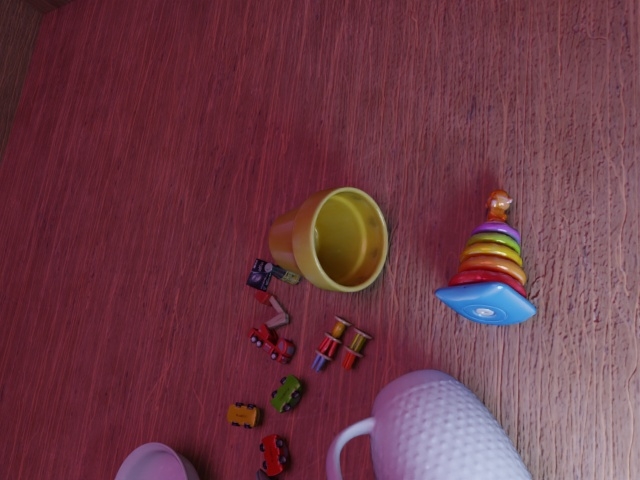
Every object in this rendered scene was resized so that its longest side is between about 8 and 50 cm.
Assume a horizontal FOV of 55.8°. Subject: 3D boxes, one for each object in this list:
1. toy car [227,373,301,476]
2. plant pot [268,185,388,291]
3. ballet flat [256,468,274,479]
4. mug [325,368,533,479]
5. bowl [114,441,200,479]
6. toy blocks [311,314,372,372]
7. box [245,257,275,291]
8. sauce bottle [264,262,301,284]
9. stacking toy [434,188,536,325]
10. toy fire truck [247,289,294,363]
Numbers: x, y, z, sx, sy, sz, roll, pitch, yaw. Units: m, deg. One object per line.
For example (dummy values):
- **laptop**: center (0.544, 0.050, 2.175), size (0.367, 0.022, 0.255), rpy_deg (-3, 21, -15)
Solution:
- **toy car**: center (-0.113, 0.445, 1.550), size (0.239, 0.053, 0.225), rpy_deg (39, 97, 37)
- **plant pot**: center (0.000, 0.000, 1.525), size (0.239, 0.254, 0.254), rpy_deg (-3, 71, 50)
- **ballet flat**: center (-0.099, 0.654, 1.466), size (0.068, 0.072, 0.213), rpy_deg (-18, 61, -2)
- **mug**: center (0.192, 0.433, 1.153), size (0.328, 0.374, 0.276), rpy_deg (-113, 29, -42)
- **bowl**: center (-0.414, 0.698, 1.615), size (0.298, 0.134, 0.298), rpy_deg (-13, 66, 31)
- **toy blocks**: center (0.047, 0.276, 1.498), size (0.123, 0.054, 0.148), rpy_deg (29, 91, 39)
- **box**: center (-0.171, 0.099, 1.736), size (0.067, 0.018, 0.083), rpy_deg (19, 85, 37)
- **sauce bottle**: center (-0.102, 0.088, 1.623), size (0.042, 0.128, 0.042), rpy_deg (-12, 69, 32)
- **stacking toy**: center (0.375, 0.020, 1.320), size (0.175, 0.165, 0.302), rpy_deg (-14, 53, 45)
- **toy fire truck**: center (-0.129, 0.232, 1.641), size (0.192, 0.047, 0.135), rpy_deg (31, 91, 37)
